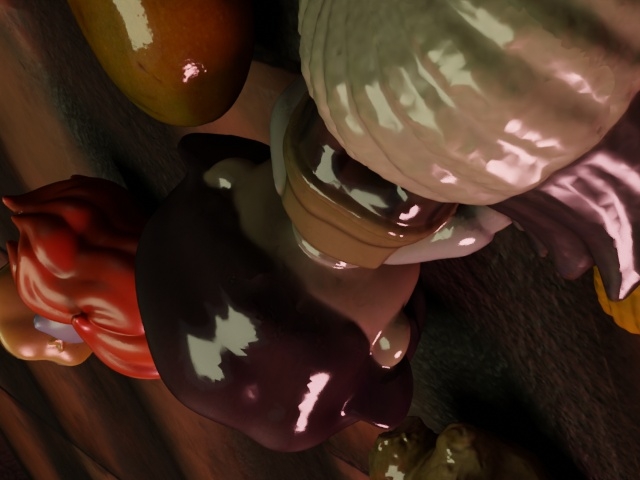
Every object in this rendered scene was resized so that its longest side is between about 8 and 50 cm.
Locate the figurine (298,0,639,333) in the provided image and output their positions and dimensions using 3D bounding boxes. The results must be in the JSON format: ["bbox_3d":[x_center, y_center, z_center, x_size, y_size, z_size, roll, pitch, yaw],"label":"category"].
[{"bbox_3d":[0.123,-0.039,0.618,0.185,0.204,0.332,7,131,56],"label":"figurine"}]

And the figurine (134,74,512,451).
[{"bbox_3d":[0.006,-0.017,0.967,0.218,0.206,0.365,26,133,-8],"label":"figurine"}]

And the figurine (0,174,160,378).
[{"bbox_3d":[-0.226,0.038,1.453,0.257,0.181,0.208,-12,85,58],"label":"figurine"}]

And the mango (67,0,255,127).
[{"bbox_3d":[-0.122,-0.195,0.984,0.253,0.113,0.138,65,160,-11],"label":"mango"}]

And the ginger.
[{"bbox_3d":[0.109,0.227,1.142,0.219,0.123,0.270,53,158,-9],"label":"ginger"}]
